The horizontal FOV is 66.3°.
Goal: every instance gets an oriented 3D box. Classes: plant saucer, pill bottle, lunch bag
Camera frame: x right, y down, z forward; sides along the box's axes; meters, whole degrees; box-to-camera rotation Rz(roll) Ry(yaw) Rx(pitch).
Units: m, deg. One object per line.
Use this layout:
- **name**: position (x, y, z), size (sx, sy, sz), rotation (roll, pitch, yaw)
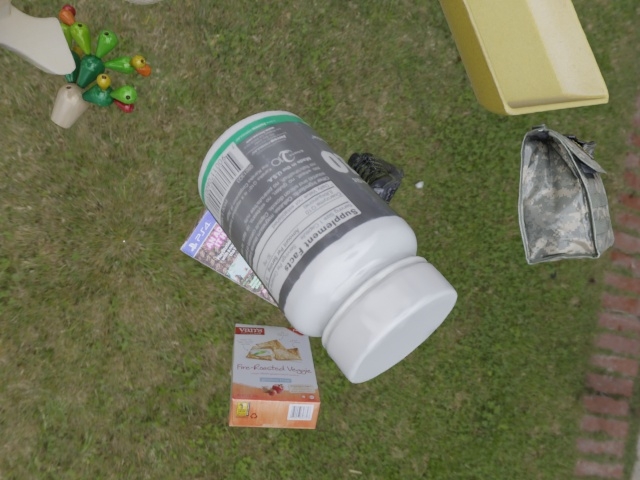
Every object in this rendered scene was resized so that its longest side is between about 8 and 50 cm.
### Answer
- **plant saucer**: position (0.345, -0.372, 0.878), size (0.332, 0.081, 0.333), rotation (-15, 84, -33)
- **pill bottle**: position (0.000, 0.000, 0.680), size (0.204, 0.204, 0.361), rotation (-30, 61, -19)
- **lunch bag**: position (0.532, -0.107, 1.074), size (0.235, 0.168, 0.287), rotation (-7, 88, -54)

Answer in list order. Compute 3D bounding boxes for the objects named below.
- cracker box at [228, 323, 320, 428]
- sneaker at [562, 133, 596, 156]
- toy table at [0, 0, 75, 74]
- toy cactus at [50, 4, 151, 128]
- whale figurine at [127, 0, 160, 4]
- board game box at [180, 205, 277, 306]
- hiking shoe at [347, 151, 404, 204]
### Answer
- **cracker box**: position (-0.094, 0.254, 0.950), size (0.155, 0.232, 0.067), rotation (6, 112, -11)
- **sneaker**: position (0.663, -0.175, 1.276), size (0.087, 0.130, 0.228), rotation (-36, 103, -42)
- **toy table**: position (-0.408, -0.303, 0.578), size (0.161, 0.252, 0.274), rotation (-46, 151, -44)
- **toy cactus**: position (-0.389, -0.272, 0.821), size (0.219, 0.112, 0.180), rotation (41, 106, 7)
- **whale figurine**: position (-0.235, -0.432, 0.590), size (0.216, 0.272, 0.141), rotation (26, 61, 3)
- **board game box**: position (-0.080, -0.019, 0.956), size (0.291, 0.141, 0.232), rotation (33, 97, -16)
- **hiking shoe**: position (0.096, -0.120, 0.976), size (0.114, 0.227, 0.086), rotation (31, 111, 2)
